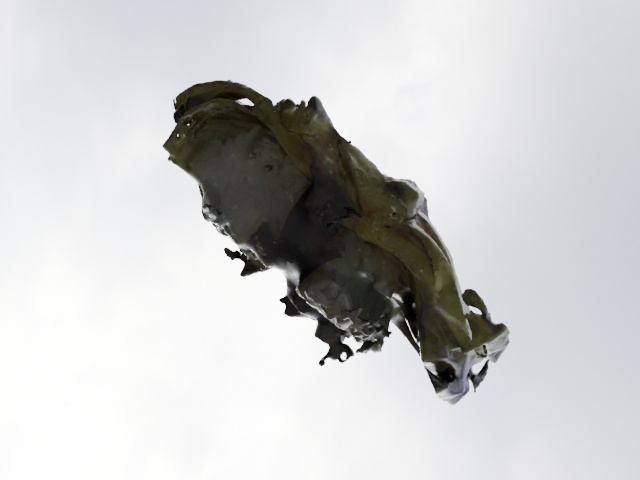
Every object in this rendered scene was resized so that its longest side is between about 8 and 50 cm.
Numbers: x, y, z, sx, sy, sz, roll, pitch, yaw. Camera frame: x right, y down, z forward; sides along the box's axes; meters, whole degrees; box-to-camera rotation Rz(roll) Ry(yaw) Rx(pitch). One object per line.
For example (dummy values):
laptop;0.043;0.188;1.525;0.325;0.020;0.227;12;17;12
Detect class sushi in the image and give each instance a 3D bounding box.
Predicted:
sushi;0.005;-0.005;0.949;0.131;0.291;0.139;-42;168;-3
